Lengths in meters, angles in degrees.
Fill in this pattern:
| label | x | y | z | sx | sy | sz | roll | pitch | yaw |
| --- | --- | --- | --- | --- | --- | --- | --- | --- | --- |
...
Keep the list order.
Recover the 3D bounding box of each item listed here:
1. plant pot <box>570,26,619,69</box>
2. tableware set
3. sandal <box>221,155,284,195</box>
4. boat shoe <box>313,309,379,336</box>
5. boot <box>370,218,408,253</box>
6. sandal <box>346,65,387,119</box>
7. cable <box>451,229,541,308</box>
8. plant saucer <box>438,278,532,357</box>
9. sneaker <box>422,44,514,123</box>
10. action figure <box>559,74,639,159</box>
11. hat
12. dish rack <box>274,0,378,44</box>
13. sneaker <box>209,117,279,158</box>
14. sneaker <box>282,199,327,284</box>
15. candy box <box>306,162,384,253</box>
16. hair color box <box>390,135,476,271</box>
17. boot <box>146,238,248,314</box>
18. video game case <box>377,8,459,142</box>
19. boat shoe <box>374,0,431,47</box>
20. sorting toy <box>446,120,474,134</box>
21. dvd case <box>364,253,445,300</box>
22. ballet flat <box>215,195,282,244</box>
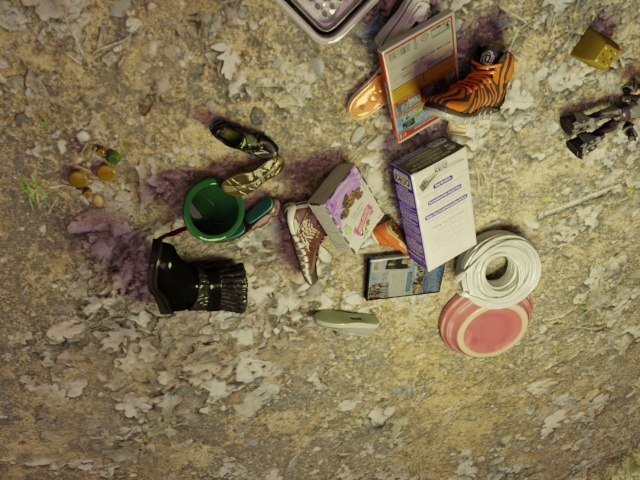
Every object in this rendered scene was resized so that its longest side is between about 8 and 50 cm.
| label | x | y | z | sx | sy | sz | roll | pitch | yaw |
| --- | --- | --- | --- | --- | --- | --- | --- | --- | --- |
| plant pot | 0.717 | -0.487 | 1.496 | 0.082 | 0.083 | 0.081 | 18 | 119 | -21 |
| tableware set | -0.584 | -0.178 | 1.493 | 0.104 | 0.024 | 0.154 | 23 | 116 | -28 |
| sandal | -0.182 | -0.178 | 1.558 | 0.180 | 0.049 | 0.072 | -30 | 131 | -8 |
| boat shoe | 0.082 | 0.283 | 1.898 | 0.228 | 0.079 | 0.081 | 7 | 118 | -19 |
| boot | 0.215 | -0.002 | 1.753 | 0.085 | 0.059 | 0.158 | -23 | 134 | 29 |
| sandal | 0.180 | -0.393 | 1.460 | 0.102 | 0.076 | 0.265 | 35 | 111 | -29 |
| cable | 0.558 | 0.094 | 1.828 | 0.257 | 0.089 | 0.257 | 31 | 100 | -17 |
| plant saucer | 0.578 | 0.285 | 1.995 | 0.333 | 0.084 | 0.331 | -6 | 125 | -8 |
| sneaker | 0.368 | -0.391 | 1.427 | 0.321 | 0.125 | 0.179 | -20 | 130 | -48 |
| action figure | 0.821 | -0.341 | 1.610 | 0.285 | 0.099 | 0.185 | -27 | 119 | 4 |
| hat | -0.344 | -0.082 | 1.603 | 0.209 | 0.184 | 0.172 | -14 | 101 | -35 |
| dish rack | -0.004 | -0.632 | 1.265 | 0.285 | 0.072 | 0.333 | -42 | 121 | 17 |
| sneaker | -0.195 | -0.249 | 1.483 | 0.188 | 0.078 | 0.067 | 20 | 118 | -25 |
| sneaker | 0.000 | 0.000 | 1.678 | 0.163 | 0.106 | 0.281 | -17 | 125 | -3 |
| candy box | 0.073 | -0.087 | 1.597 | 0.164 | 0.070 | 0.196 | -54 | 129 | -26 |
| hair color box | 0.325 | -0.100 | 1.642 | 0.185 | 0.110 | 0.338 | -28 | 128 | -16 |
| boot | -0.334 | 0.103 | 1.626 | 0.261 | 0.131 | 0.348 | 0 | 152 | -5 |
| video game case | 0.251 | -0.396 | 1.430 | 0.204 | 0.025 | 0.285 | -32 | 140 | -9 |
| boat shoe | 0.225 | -0.533 | 1.362 | 0.076 | 0.083 | 0.226 | 45 | 123 | 6 |
| sorting toy | 0.389 | -0.321 | 1.588 | 0.084 | 0.012 | 0.061 | 2 | 119 | -8 |
| dvd case | 0.268 | 0.111 | 1.844 | 0.253 | 0.022 | 0.180 | -6 | 131 | -7 |
| ballet flat | -0.200 | -0.044 | 1.634 | 0.222 | 0.076 | 0.079 | -33 | 146 | 11 |
